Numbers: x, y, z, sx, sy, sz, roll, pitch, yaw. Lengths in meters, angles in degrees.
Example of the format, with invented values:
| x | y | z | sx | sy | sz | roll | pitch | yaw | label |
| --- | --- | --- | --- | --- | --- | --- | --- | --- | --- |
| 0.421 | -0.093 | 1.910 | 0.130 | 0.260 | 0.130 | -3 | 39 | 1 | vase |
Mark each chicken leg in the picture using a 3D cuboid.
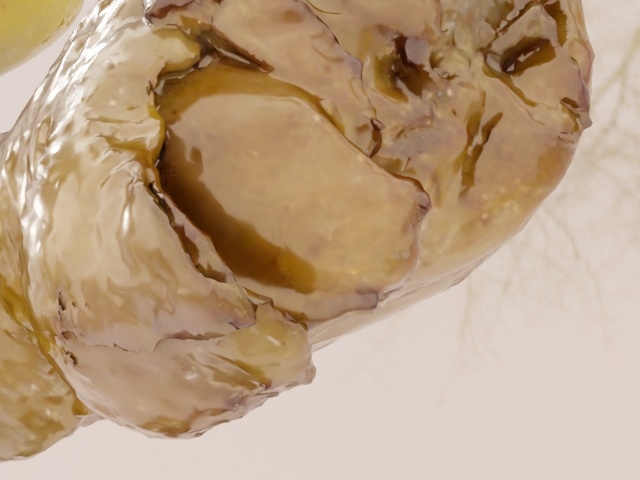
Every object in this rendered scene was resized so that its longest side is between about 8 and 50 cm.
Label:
| x | y | z | sx | sy | sz | roll | pitch | yaw | label |
| --- | --- | --- | --- | --- | --- | --- | --- | --- | --- |
| -0.081 | 0.006 | 0.660 | 0.409 | 0.182 | 0.295 | -30 | -164 | 3 | chicken leg |

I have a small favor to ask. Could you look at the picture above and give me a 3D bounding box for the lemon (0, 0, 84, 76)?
| x | y | z | sx | sy | sz | roll | pitch | yaw | label |
| --- | --- | --- | --- | --- | --- | --- | --- | --- | --- |
| -0.239 | -0.174 | 1.172 | 0.207 | 0.170 | 0.170 | -11 | -135 | 9 | lemon |
